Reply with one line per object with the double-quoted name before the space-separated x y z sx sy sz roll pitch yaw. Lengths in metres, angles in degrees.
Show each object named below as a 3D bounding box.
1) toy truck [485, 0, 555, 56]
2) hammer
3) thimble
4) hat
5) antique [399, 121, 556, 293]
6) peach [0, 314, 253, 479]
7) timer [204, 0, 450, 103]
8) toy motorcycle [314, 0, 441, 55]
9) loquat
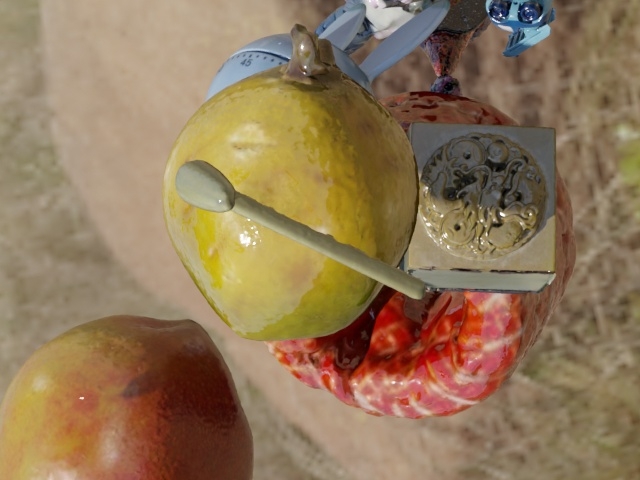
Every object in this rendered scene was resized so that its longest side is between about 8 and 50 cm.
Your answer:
"toy truck" 0.220 -0.242 2.048 0.073 0.056 0.090 8 141 18
"hammer" 0.000 0.000 1.170 0.060 0.195 0.028 28 93 58
"thimble" 0.107 0.019 2.081 0.350 0.230 0.350 12 125 18
"hat" 0.136 -0.240 2.177 0.227 0.140 0.129 -84 16 -47
"antique" 0.149 -0.029 1.780 0.148 0.146 0.152 107 165 -79
"peach" -0.224 0.241 2.153 0.308 0.308 0.332 25 91 57
"timer" 0.005 -0.122 1.718 0.175 0.255 0.175 18 118 38
"toy motorcycle" 0.070 -0.257 2.002 0.204 0.239 0.108 -40 76 16
"loquat" -0.018 -0.049 1.458 0.213 0.213 0.246 41 130 50
